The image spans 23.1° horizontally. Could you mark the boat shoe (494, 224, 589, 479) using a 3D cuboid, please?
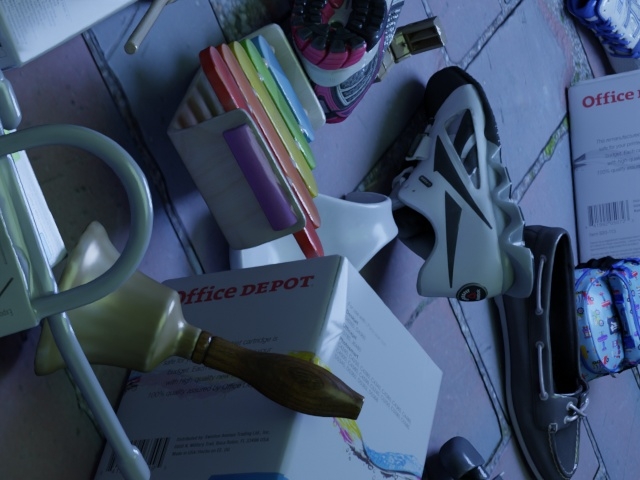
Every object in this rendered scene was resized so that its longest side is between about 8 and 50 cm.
[{"bbox_3d":[0.287,0.145,1.943,0.112,0.095,0.335,-17,97,-57],"label":"boat shoe"}]

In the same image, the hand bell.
[{"bbox_3d":[-0.082,0.085,1.188,0.126,0.242,0.126,20,90,-89],"label":"hand bell"}]

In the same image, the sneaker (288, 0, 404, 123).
[{"bbox_3d":[0.027,-0.244,1.643,0.299,0.120,0.112,-66,167,-47],"label":"sneaker"}]

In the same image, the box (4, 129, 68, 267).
[{"bbox_3d":[-0.282,-0.048,1.101,0.114,0.103,0.203,-44,119,-53],"label":"box"}]

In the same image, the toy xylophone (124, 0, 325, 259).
[{"bbox_3d":[-0.074,-0.119,1.384,0.236,0.081,0.323,60,14,-25],"label":"toy xylophone"}]

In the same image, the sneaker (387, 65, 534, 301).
[{"bbox_3d":[0.130,-0.070,1.741,0.122,0.146,0.330,86,-5,-47],"label":"sneaker"}]

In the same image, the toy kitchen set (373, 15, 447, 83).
[{"bbox_3d":[0.085,-0.228,1.742,0.068,0.075,0.083,66,31,-20],"label":"toy kitchen set"}]

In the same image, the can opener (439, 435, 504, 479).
[{"bbox_3d":[0.127,0.274,1.658,0.095,0.076,0.283,54,17,11],"label":"can opener"}]

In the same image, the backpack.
[{"bbox_3d":[0.364,0.107,2.056,0.173,0.117,0.158,-16,95,-55],"label":"backpack"}]

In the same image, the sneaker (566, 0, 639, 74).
[{"bbox_3d":[0.414,-0.334,2.280,0.131,0.112,0.296,-39,114,-35],"label":"sneaker"}]

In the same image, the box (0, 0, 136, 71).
[{"bbox_3d":[-0.215,-0.225,1.259,0.275,0.094,0.113,-42,118,-53],"label":"box"}]

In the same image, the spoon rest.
[{"bbox_3d":[0.000,0.000,1.547,0.276,0.084,0.137,-27,105,-57],"label":"spoon rest"}]

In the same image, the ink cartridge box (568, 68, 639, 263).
[{"bbox_3d":[0.469,-0.089,2.180,0.117,0.207,0.283,13,72,-57],"label":"ink cartridge box"}]

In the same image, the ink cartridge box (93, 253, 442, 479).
[{"bbox_3d":[-0.044,0.182,1.325,0.197,0.198,0.270,49,45,-40],"label":"ink cartridge box"}]

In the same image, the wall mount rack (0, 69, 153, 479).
[{"bbox_3d":[-0.258,0.062,0.989,0.130,0.350,0.304,-116,-171,-81],"label":"wall mount rack"}]
